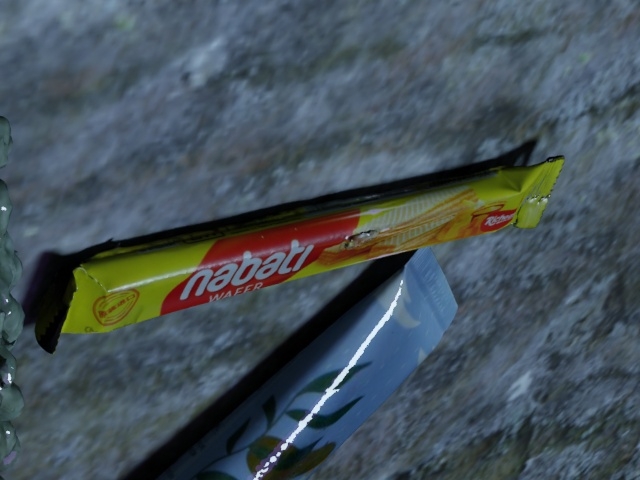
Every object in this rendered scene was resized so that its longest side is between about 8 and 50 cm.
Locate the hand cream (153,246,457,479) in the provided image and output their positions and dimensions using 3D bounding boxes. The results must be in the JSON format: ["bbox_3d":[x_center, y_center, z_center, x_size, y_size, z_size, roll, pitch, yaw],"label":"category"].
[{"bbox_3d":[-0.033,0.111,0.889,0.271,0.058,0.091,-43,149,-7],"label":"hand cream"}]

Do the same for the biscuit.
[{"bbox_3d":[0.000,0.000,0.809,0.292,0.026,0.048,-14,147,-35],"label":"biscuit"}]

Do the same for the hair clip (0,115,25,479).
[{"bbox_3d":[-0.162,0.062,0.651,0.138,0.091,0.321,-26,147,-27],"label":"hair clip"}]
